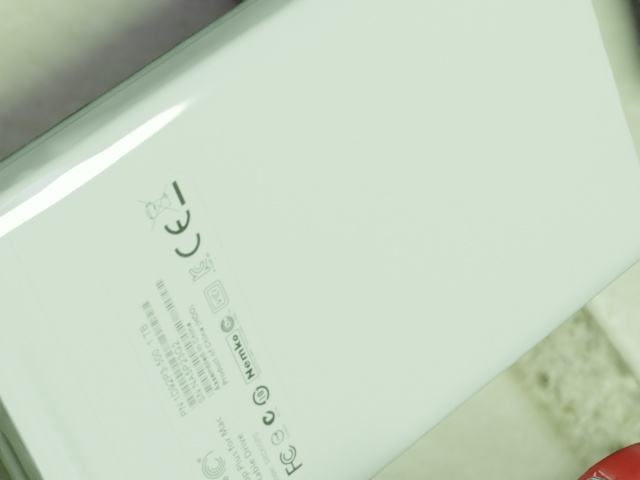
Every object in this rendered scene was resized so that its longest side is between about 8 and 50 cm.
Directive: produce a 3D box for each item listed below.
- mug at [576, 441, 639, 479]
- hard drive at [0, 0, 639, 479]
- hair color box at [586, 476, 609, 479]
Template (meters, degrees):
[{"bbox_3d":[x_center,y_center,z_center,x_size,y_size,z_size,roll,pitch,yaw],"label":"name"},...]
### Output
[{"bbox_3d":[0.147,0.151,0.825,0.169,0.150,0.113,-19,69,-30],"label":"mug"},{"bbox_3d":[0.000,0.000,0.800,0.307,0.040,0.203,-37,122,-25],"label":"hard drive"},{"bbox_3d":[0.178,0.256,0.754,0.347,0.105,0.174,46,69,-36],"label":"hair color box"}]
